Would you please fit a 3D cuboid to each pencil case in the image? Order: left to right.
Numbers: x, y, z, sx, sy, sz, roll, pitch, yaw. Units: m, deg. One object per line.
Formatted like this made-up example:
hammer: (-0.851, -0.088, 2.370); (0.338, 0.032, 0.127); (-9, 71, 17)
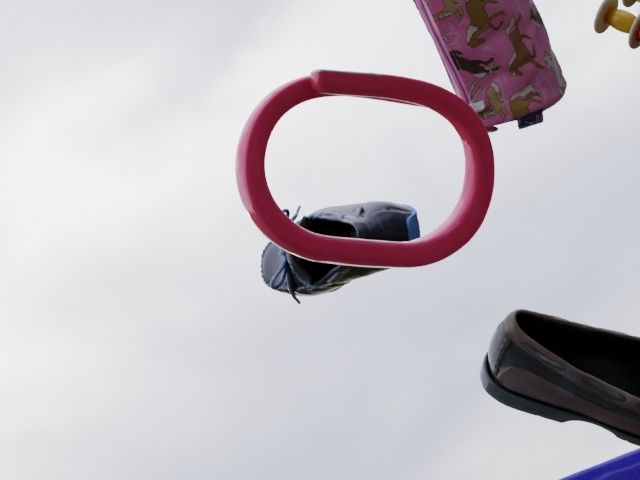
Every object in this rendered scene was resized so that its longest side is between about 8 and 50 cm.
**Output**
pencil case: (0.213, -0.343, 2.572); (0.160, 0.386, 0.167); (-18, 19, 24)

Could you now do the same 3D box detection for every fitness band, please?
fitness band: (0.050, -0.076, 1.939); (0.291, 0.209, 0.054); (5, 2, -20)

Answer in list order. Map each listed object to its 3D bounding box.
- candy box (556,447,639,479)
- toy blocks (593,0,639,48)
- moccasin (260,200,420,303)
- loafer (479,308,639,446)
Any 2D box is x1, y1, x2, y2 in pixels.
candy box: (0.203, 0.327, 1.387); (0.317, 0.268, 0.122); (-17, -17, -22)
toy blocks: (0.430, -0.270, 2.209); (0.123, 0.148, 0.054); (-42, -32, -34)
moccasin: (0.000, 0.000, 2.489); (0.117, 0.137, 0.342); (-3, -13, -34)
loafer: (0.278, 0.123, 1.583); (0.267, 0.096, 0.084); (10, -47, 0)
